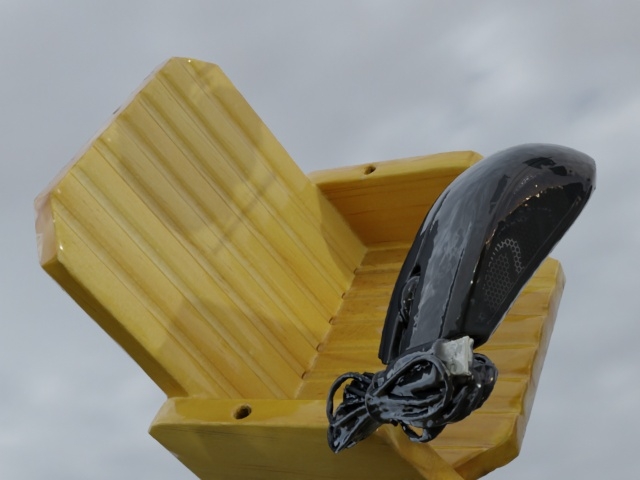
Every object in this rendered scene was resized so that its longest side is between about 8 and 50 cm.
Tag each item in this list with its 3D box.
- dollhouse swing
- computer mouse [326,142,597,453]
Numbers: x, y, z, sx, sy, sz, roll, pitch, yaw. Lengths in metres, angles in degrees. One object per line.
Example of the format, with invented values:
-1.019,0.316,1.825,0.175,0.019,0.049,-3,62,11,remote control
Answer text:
0.000,0.000,0.843,0.315,0.347,0.305,-6,-54,31,dollhouse swing
0.095,0.015,0.672,0.072,0.272,0.188,43,-30,-6,computer mouse
